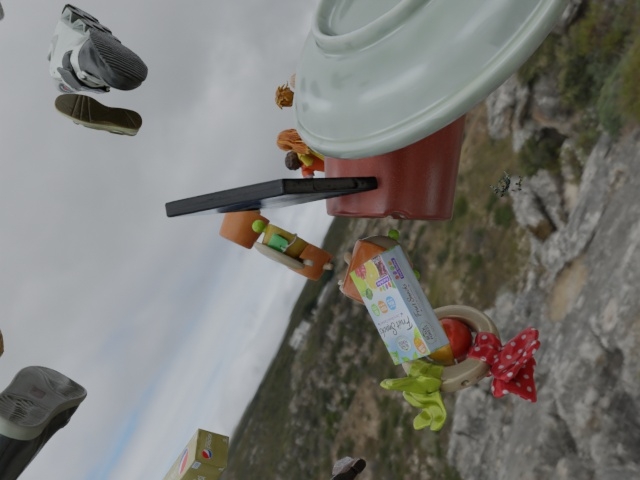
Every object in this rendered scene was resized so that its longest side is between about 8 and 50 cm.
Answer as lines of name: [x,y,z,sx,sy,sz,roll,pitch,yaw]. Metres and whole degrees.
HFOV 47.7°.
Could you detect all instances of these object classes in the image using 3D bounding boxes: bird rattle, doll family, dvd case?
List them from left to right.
dvd case: [-0.056,-0.060,0.964,0.253,0.180,0.022,-9,-90,-60]
doll family: [-0.011,-0.250,1.448,0.118,0.163,0.262,125,149,-83]
bird rattle: [0.216,0.177,1.147,0.254,0.143,0.207,-30,38,11]

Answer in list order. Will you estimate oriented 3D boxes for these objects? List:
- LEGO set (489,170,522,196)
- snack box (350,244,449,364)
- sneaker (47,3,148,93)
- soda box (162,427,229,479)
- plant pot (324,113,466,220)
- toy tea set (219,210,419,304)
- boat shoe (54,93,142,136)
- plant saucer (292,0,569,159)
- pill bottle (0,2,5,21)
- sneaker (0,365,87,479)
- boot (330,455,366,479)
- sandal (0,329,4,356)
LEGO set: [0.389,-0.113,1.496,0.083,0.023,0.054,30,108,54]
snack box: [0.101,0.087,0.950,0.037,0.141,0.100,-23,-7,-25]
sneaker: [-0.432,-0.323,1.363,0.146,0.122,0.330,-56,43,10]
soda box: [-0.218,0.398,1.230,0.181,0.058,0.061,-55,23,35]
plant pot: [0.114,-0.165,1.149,0.272,0.273,0.265,-15,-73,-87]
toy tea set: [0.000,0.000,1.158,0.124,0.336,0.200,-65,8,-4]
boat shoe: [-0.403,-0.222,1.307,0.048,0.153,0.056,141,133,-56]
plant saucer: [0.100,-0.279,0.849,0.400,0.100,0.400,-29,38,26]
pill bottle: [-0.681,-0.410,1.269,0.215,0.117,0.117,-26,-16,-17]
sneaker: [-0.361,0.229,0.866,0.118,0.083,0.222,-60,0,3]
boot: [0.039,0.492,1.519,0.106,0.037,0.114,-31,-1,-22]
sandal: [-0.424,0.131,0.909,0.180,0.049,0.072,-157,74,-64]
